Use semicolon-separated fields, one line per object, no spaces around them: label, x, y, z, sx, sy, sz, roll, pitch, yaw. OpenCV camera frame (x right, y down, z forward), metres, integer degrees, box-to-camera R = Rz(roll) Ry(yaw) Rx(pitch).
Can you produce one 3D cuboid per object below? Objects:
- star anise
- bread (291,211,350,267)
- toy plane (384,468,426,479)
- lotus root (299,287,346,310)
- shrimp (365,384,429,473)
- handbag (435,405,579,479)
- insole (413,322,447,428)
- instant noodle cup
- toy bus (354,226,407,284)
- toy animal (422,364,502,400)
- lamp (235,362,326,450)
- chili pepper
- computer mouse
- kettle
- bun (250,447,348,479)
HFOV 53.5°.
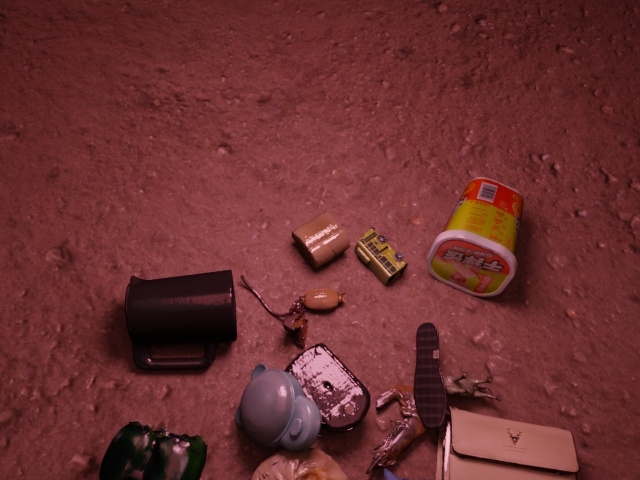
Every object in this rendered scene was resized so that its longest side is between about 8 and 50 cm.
star anise;-0.152;0.217;1.954;0.227;0.148;0.218;1;94;24
bread;0.000;0.000;2.059;0.141;0.134;0.148;-31;58;-16
toy plane;0.207;0.764;1.698;0.254;0.105;0.271;15;58;-2
lotus root;0.009;0.185;2.000;0.150;0.062;0.073;-3;63;-6
shrimp;0.203;0.538;1.844;0.296;0.058;0.169;-37;65;-27
handbag;0.519;0.616;1.778;0.358;0.160;0.237;11;54;0
insole;0.319;0.393;1.863;0.110;0.012;0.309;-12;65;37
instant noodle cup;0.524;-0.024;2.072;0.294;0.294;0.308;24;56;6
toy bus;0.193;0.051;2.078;0.101;0.088;0.175;-36;72;-20
toy animal;0.411;0.430;1.895;0.217;0.176;0.073;18;73;-24
lamp;-0.116;0.471;1.747;0.284;0.147;0.209;21;89;28
chili pepper;-0.425;0.609;1.645;0.248;0.233;0.256;11;67;17
computer mouse;0.022;0.436;1.847;0.170;0.100;0.269;-34;66;-20
kettle;-0.405;0.226;1.889;0.308;0.262;0.203;-5;28;-5
bun;-0.046;0.685;1.683;0.287;0.146;0.287;2;66;-6
